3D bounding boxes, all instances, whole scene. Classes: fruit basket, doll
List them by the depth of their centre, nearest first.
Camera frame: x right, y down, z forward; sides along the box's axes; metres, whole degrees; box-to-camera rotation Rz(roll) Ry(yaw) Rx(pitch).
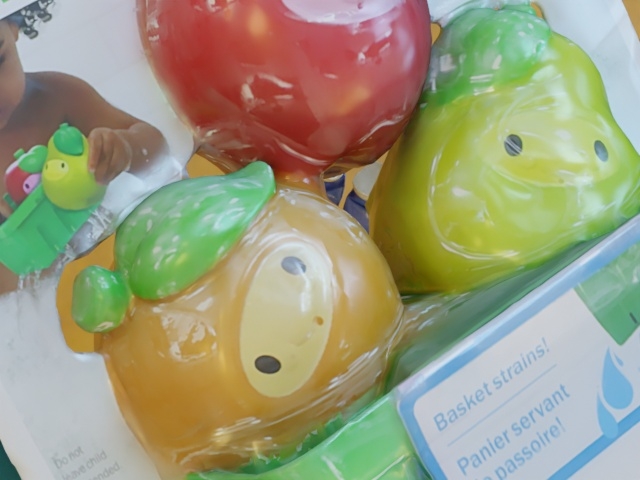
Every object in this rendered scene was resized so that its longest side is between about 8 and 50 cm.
[{"bbox_3d":[0.010,-0.029,0.663,0.327,0.165,0.353,-32,106,-28],"label":"fruit basket"},{"bbox_3d":[0.000,0.000,1.463,0.189,0.129,0.046,109,9,-48],"label":"doll"}]

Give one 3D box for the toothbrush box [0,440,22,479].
[{"bbox_3d":[-0.208,0.208,0.651,0.126,0.296,0.216,37,129,-23],"label":"toothbrush box"}]
